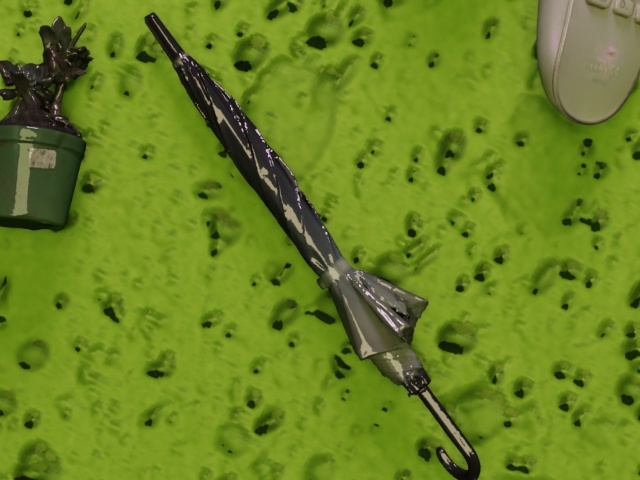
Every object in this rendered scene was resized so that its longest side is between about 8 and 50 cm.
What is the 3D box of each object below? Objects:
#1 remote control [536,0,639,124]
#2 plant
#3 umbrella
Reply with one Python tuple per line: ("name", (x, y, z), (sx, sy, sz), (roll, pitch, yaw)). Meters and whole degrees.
("remote control", (0.133, -0.167, 0.887), (0.044, 0.073, 0.229), (8, 89, 42))
("plant", (-0.133, -0.057, 0.898), (0.051, 0.051, 0.102), (7, 81, 1))
("umbrella", (0.002, -0.001, 0.900), (0.044, 0.044, 0.269), (-35, 91, -29))
